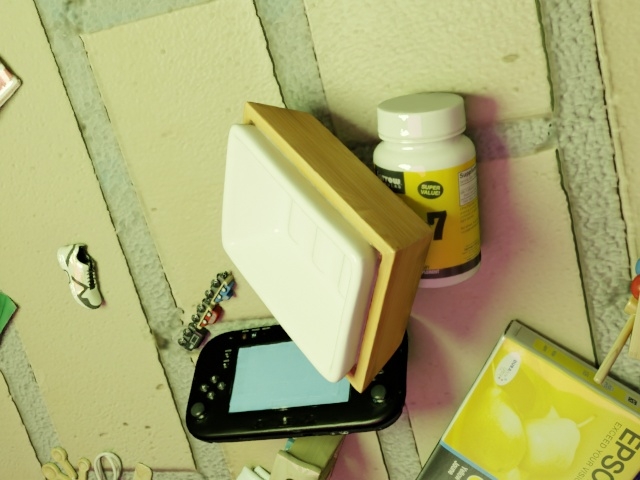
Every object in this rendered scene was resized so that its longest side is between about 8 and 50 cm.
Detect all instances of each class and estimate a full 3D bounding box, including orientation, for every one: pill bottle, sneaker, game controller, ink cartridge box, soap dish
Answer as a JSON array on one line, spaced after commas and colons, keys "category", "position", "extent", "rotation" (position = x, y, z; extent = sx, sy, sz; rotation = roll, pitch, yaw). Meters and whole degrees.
[{"category": "pill bottle", "position": [0.124, -0.060, 1.053], "extent": [0.119, 0.119, 0.209], "rotation": [2, 113, 23]}, {"category": "sneaker", "position": [-0.359, 0.055, 1.365], "extent": [0.043, 0.040, 0.109], "rotation": [-16, 106, 27]}, {"category": "game controller", "position": [-0.034, 0.185, 1.211], "extent": [0.319, 0.166, 0.067], "rotation": [-9, 150, 22]}, {"category": "ink cartridge box", "position": [0.308, 0.301, 1.158], "extent": [0.307, 0.072, 0.304], "rotation": [32, 121, 16]}, {"category": "soap dish", "position": [0.000, 0.000, 1.055], "extent": [0.291, 0.118, 0.229], "rotation": [47, 144, 35]}]

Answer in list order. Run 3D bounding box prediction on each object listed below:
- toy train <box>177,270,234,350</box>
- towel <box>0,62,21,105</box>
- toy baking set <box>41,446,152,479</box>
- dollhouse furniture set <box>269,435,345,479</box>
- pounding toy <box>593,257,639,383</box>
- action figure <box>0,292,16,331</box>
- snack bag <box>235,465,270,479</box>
[{"category": "toy train", "position": [-0.164, 0.106, 1.310], "extent": [0.036, 0.027, 0.158], "rotation": [34, 122, 2]}, {"category": "towel", "position": [-0.539, -0.249, 1.294], "extent": [0.144, 0.029, 0.197], "rotation": [-41, 93, 14]}, {"category": "toy baking set", "position": [-0.390, 0.450, 1.567], "extent": [0.256, 0.030, 0.197], "rotation": [-4, 111, 25]}, {"category": "dollhouse furniture set", "position": [-0.076, 0.303, 1.302], "extent": [0.183, 0.129, 0.129], "rotation": [23, 121, 12]}, {"category": "pounding toy", "position": [0.372, 0.079, 1.000], "extent": [0.100, 0.130, 0.141], "rotation": [11, 117, 19]}, {"category": "action figure", "position": [-0.594, 0.174, 1.515], "extent": [0.137, 0.063, 0.232], "rotation": [27, 125, 7]}, {"category": "snack bag", "position": [-0.058, 0.570, 1.371], "extent": [0.323, 0.037, 0.343], "rotation": [31, 104, 26]}]
